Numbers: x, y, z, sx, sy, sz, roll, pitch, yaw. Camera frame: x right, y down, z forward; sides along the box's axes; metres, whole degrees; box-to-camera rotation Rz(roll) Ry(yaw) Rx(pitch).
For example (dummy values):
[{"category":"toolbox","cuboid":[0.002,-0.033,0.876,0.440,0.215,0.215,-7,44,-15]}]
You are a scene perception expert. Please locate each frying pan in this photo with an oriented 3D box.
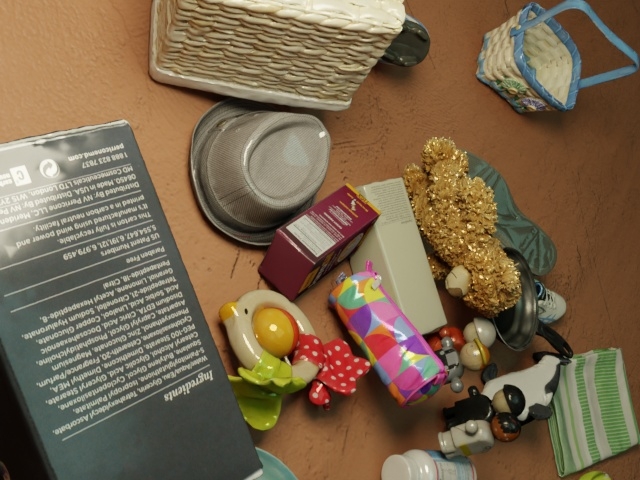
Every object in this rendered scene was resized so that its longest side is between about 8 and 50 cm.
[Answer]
[{"category":"frying pan","cuboid":[0.400,0.123,1.505,0.326,0.053,0.197,16,70,-47]}]

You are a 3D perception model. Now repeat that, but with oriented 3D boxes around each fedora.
[{"category":"fedora","cuboid":[-0.072,-0.124,1.201,0.275,0.124,0.243,-37,103,-42]}]

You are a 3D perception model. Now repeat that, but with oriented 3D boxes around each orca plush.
[{"category":"orca plush","cuboid":[0.388,0.311,1.531,0.151,0.102,0.287,26,34,18]}]

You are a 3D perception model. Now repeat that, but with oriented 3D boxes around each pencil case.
[{"category":"pencil case","cuboid":[0.105,0.151,1.228,0.104,0.104,0.236,-10,56,-43]}]

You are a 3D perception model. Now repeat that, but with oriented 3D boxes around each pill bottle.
[{"category":"pill bottle","cuboid":[0.182,0.397,1.293,0.160,0.087,0.087,15,67,-38]}]

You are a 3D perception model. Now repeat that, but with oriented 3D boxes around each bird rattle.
[{"category":"bird rattle","cuboid":[-0.048,0.161,1.142,0.253,0.143,0.207,-14,70,-46]}]

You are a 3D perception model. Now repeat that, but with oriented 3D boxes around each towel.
[{"category":"towel","cuboid":[0.607,0.368,1.717,0.325,0.038,0.248,-1,78,-42]}]

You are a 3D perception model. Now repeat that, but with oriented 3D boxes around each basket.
[{"category":"basket","cuboid":[-0.070,-0.405,1.134,0.331,0.266,0.328,6,73,-17]},{"category":"basket","cuboid":[0.515,-0.403,1.696,0.255,0.289,0.201,30,59,-31]}]

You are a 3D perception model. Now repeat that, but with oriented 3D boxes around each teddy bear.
[{"category":"teddy bear","cuboid":[0.231,-0.021,1.364,0.113,0.245,0.338,-5,78,-35]}]

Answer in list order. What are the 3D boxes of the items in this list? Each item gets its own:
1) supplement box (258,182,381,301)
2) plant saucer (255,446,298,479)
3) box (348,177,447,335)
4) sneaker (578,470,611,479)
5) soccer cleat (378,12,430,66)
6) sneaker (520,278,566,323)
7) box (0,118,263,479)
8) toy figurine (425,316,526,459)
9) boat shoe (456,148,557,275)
[{"category":"supplement box","cuboid":[0.000,0.000,1.224,0.081,0.104,0.188,42,46,12]},{"category":"plant saucer","cuboid":[-0.106,0.435,1.018,0.317,0.044,0.317,32,46,-39]},{"category":"box","cuboid":[0.119,0.036,1.344,0.113,0.094,0.275,-13,87,-43]},{"category":"sneaker","cuboid":[0.548,0.577,1.564,0.240,0.091,0.126,-24,94,-44]},{"category":"soccer cleat","cuboid":[0.045,-0.408,1.419,0.331,0.116,0.143,18,21,-21]},{"category":"sneaker","cuboid":[0.456,0.124,1.625,0.237,0.086,0.085,17,65,-39]},{"category":"box","cuboid":[-0.285,0.117,0.822,0.212,0.293,0.395,-24,93,-43]},{"category":"toy figurine","cuboid":[0.258,0.250,1.315,0.209,0.148,0.213,-23,92,-76]},{"category":"boat shoe","cuboid":[0.348,-0.049,1.575,0.320,0.103,0.118,44,70,-9]}]
